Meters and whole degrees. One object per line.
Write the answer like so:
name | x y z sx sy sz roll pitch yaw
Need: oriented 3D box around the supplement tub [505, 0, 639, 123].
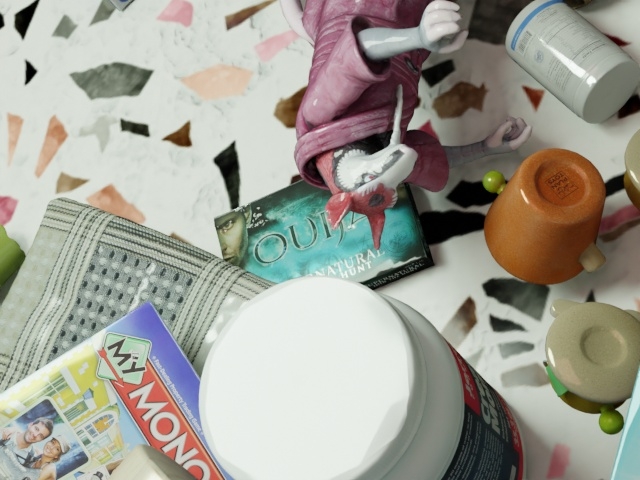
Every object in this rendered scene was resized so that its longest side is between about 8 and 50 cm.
supplement tub | 0.221 -0.160 1.476 0.071 0.071 0.107 -44 59 1

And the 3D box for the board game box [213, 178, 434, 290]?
board game box | 0.000 0.000 1.529 0.186 0.026 0.126 -23 61 13

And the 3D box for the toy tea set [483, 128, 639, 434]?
toy tea set | 0.250 0.063 1.366 0.200 0.124 0.336 -2 60 -9

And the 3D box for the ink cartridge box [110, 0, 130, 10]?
ink cartridge box | -0.166 -0.344 1.739 0.207 0.046 0.097 -42 59 2

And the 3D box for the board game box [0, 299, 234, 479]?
board game box | -0.147 0.238 1.392 0.213 0.046 0.317 -33 80 -6

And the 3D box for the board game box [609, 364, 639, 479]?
board game box | 0.340 0.162 1.176 0.254 0.079 0.336 13 82 20

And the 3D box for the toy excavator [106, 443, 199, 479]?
toy excavator | 0.032 0.361 1.218 0.222 0.433 0.445 -51 23 -3

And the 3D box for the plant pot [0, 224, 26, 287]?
plant pot | -0.333 0.023 1.643 0.079 0.083 0.083 -40 58 -12

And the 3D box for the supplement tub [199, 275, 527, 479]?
supplement tub | 0.038 0.151 1.303 0.191 0.272 0.191 -9 65 20

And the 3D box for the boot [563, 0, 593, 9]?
boot | 0.178 -0.336 1.557 0.115 0.112 0.305 -46 60 12

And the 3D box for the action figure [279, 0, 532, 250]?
action figure | 0.030 -0.160 1.431 0.276 0.248 0.370 0 55 20

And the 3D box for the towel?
towel | -0.212 0.138 1.527 0.312 0.056 0.324 22 81 33
